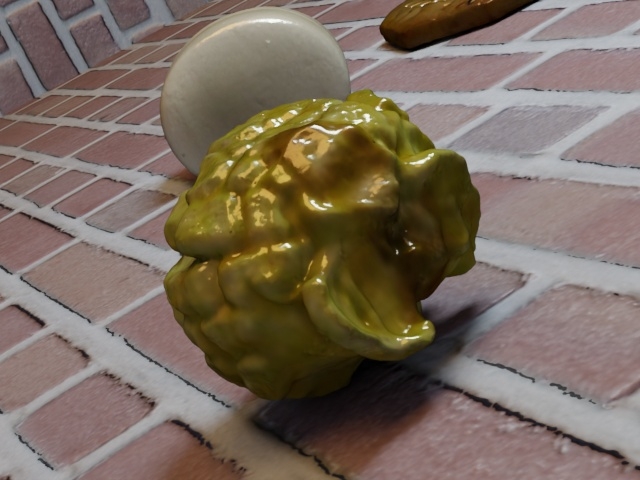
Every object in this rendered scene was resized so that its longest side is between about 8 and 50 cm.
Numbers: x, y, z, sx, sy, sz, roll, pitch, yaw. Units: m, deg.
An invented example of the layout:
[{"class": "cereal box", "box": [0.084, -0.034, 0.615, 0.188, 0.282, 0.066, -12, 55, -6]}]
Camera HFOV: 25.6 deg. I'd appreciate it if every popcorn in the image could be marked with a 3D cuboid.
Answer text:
[{"class": "popcorn", "box": [0.007, 0.001, 0.954, 0.235, 0.181, 0.217, -41, 22, -26]}]

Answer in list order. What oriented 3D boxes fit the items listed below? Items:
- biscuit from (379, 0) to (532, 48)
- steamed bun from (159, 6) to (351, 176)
[{"class": "biscuit", "box": [0.242, -0.360, 1.940, 0.359, 0.046, 0.359, -24, 17, 8]}, {"class": "steamed bun", "box": [-0.089, -0.198, 1.744, 0.241, 0.164, 0.146, -27, 15, 4]}]
